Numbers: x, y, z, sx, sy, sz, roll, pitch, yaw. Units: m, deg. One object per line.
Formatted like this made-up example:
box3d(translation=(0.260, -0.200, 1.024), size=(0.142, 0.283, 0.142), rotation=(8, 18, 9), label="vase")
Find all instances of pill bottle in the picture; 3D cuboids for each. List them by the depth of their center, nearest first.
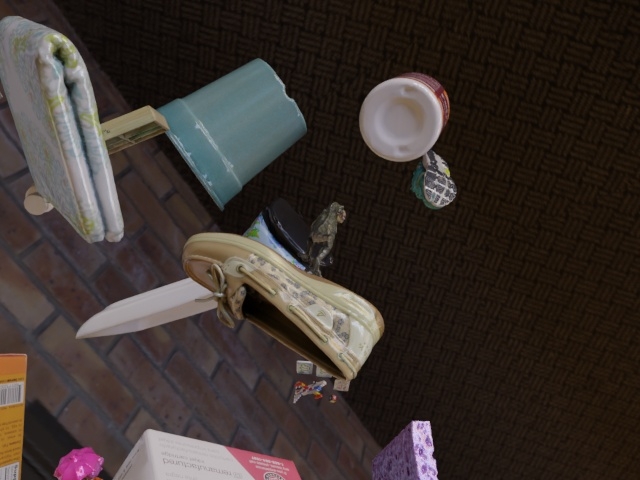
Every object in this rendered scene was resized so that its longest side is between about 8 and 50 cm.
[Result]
box3d(translation=(-0.618, -0.101, 1.337), size=(0.065, 0.116, 0.065), rotation=(-2, 117, -4), label="pill bottle")
box3d(translation=(0.259, -0.373, 1.748), size=(0.224, 0.392, 0.224), rotation=(5, 110, 15), label="pill bottle")

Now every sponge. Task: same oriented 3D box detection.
box3d(translation=(0.120, 0.352, 0.869), size=(0.031, 0.117, 0.210), rotation=(2, 145, -11), label="sponge")

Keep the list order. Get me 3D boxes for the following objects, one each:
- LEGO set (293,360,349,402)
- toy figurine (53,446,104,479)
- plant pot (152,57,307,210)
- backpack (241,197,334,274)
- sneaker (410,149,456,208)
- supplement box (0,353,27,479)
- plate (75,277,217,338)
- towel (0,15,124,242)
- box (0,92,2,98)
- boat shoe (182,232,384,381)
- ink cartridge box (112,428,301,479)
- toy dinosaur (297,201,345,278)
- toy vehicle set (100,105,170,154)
box3d(translation=(0.007, 0.476, 1.953), size=(0.182, 0.060, 0.244), rotation=(5, 141, 0), label="LEGO set")
box3d(translation=(-0.468, 0.485, 1.173), size=(0.130, 0.173, 0.159), rotation=(16, 88, 24), label="toy figurine")
box3d(translation=(-0.242, -0.316, 1.689), size=(0.334, 0.341, 0.341), rotation=(-35, 108, -6), label="plant pot")
box3d(translation=(-0.187, 0.087, 1.961), size=(0.355, 0.273, 0.290), rotation=(-41, 85, 32), label="backpack")
box3d(translation=(0.315, -0.158, 1.711), size=(0.107, 0.275, 0.110), rotation=(31, 120, -11), label="sneaker")
box3d(translation=(-0.421, 0.257, 0.732), size=(0.078, 0.080, 0.233), rotation=(-2, 79, 10), label="supplement box")
box3d(translation=(-0.253, 0.109, 1.069), size=(0.278, 0.277, 0.045), rotation=(-18, 83, 3), label="plate")
box3d(translation=(-0.477, -0.202, 1.091), size=(0.320, 0.090, 0.374), rotation=(28, 132, 44), label="towel")
box3d(translation=(-0.431, -0.085, 0.530), size=(0.183, 0.231, 0.056), rotation=(3, 138, 13), label="box")
box3d(translation=(-0.065, 0.075, 0.742), size=(0.285, 0.089, 0.105), rotation=(21, 144, 20), label="boat shoe")
box3d(translation=(-0.085, 0.337, 0.572), size=(0.207, 0.283, 0.117), rotation=(26, 102, -32), label="ink cartridge box")
box3d(translation=(0.000, 0.000, 1.134), size=(0.064, 0.268, 0.118), rotation=(23, 107, -1), label="toy dinosaur")
box3d(translation=(-0.486, -0.228, 1.355), size=(0.266, 0.166, 0.035), rotation=(-22, 94, -1), label="toy vehicle set")
